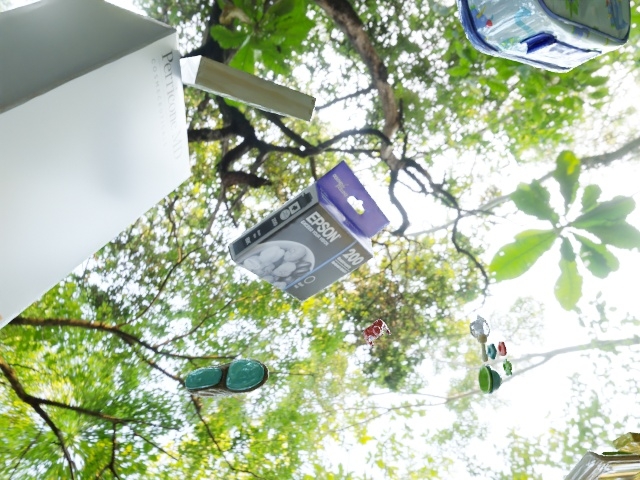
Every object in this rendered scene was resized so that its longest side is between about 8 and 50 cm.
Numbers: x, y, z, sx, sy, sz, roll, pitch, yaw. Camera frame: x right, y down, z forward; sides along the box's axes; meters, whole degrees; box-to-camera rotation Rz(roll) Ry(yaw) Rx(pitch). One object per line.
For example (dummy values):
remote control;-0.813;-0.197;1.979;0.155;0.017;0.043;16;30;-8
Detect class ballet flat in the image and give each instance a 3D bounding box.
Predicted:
ballet flat;-0.177;0.282;0.931;0.067;0.206;0.073;50;-141;-43

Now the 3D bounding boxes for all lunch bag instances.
lunch bag;0.218;-0.262;0.454;0.218;0.090;0.176;-9;-92;-37

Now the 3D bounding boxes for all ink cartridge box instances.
ink cartridge box;0.000;0.000;0.712;0.206;0.208;0.045;40;-163;-53

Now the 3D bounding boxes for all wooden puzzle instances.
wooden puzzle;0.205;0.153;0.305;0.078;0.116;0.014;5;-136;0

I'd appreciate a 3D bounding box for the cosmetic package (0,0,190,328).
cosmetic package;-0.346;-0.066;0.481;0.161;0.230;0.453;25;-132;13

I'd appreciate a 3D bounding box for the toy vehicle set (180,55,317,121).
toy vehicle set;-0.130;-0.238;0.721;0.165;0.267;0.035;12;-76;-26

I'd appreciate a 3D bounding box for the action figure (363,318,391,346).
action figure;0.081;0.136;0.680;0.038;0.115;0.030;-35;-108;-4

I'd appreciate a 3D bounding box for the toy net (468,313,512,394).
toy net;0.420;0.268;1.176;0.045;0.122;0.232;2;-141;-3
